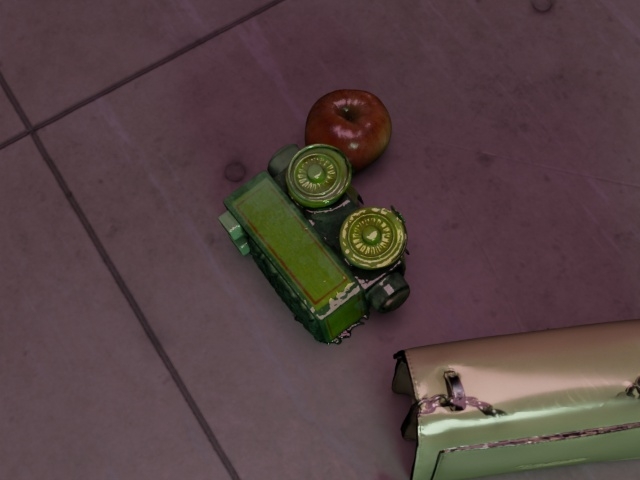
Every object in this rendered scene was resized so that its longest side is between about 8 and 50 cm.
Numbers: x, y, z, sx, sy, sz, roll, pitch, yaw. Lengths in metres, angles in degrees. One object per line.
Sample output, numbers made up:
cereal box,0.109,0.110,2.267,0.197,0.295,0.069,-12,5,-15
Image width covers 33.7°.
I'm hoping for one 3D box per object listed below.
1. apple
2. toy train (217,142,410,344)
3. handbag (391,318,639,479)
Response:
apple,0.040,-0.154,1.511,0.126,0.102,0.126,-1,57,1
toy train,0.000,0.000,1.423,0.188,0.159,0.271,-36,72,-7
handbag,0.275,0.189,1.296,0.358,0.237,0.160,-7,70,-2
